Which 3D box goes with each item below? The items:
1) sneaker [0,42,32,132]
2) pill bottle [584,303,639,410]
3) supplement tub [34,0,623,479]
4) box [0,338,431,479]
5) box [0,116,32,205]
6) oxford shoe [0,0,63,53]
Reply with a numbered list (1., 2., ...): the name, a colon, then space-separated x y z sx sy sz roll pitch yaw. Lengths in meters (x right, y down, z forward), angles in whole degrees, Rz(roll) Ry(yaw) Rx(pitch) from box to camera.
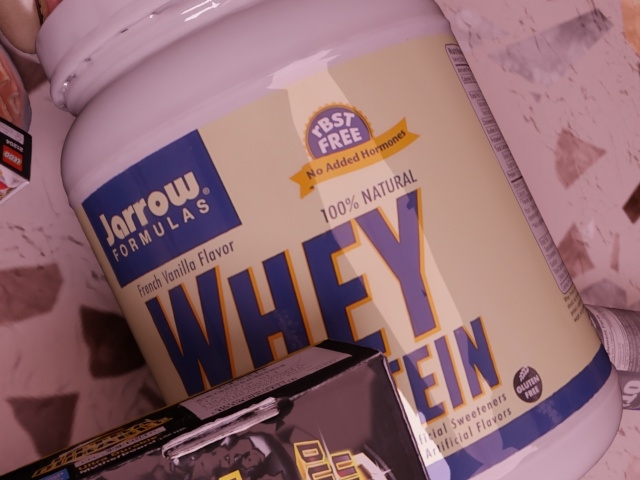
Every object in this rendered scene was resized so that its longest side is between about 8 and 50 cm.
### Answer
1. sneaker: -0.301 -0.110 0.503 0.302 0.121 0.108 28 40 -40
2. pill bottle: 0.202 0.087 0.742 0.137 0.078 0.078 8 72 -28
3. supplement tub: 0.000 0.000 0.557 0.235 0.235 0.325 -26 89 -33
4. box: -0.045 0.234 0.371 0.257 0.079 0.322 -21 93 -20
5. box: -0.253 -0.059 0.458 0.207 0.114 0.036 35 31 -41
6. oxford shoe: -0.242 -0.259 0.584 0.130 0.123 0.348 -22 90 -6
